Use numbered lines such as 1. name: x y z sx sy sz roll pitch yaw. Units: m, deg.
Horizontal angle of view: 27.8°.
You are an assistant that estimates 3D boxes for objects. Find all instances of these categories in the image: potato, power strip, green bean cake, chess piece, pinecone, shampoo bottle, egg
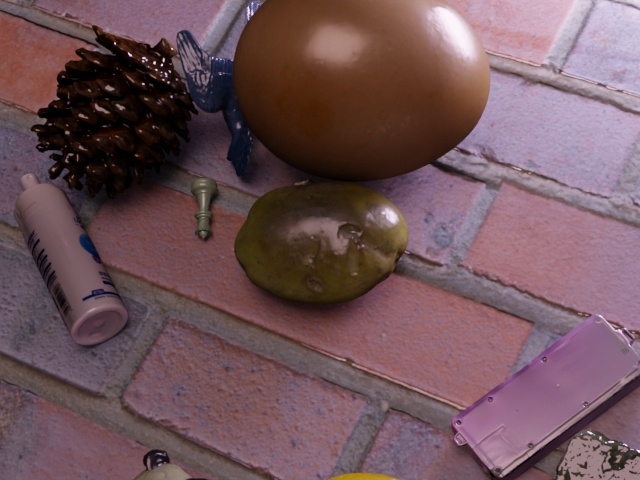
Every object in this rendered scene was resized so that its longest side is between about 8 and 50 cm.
1. potato: 0.000 -0.001 1.842 0.228 0.149 0.197 21 52 25
2. power strip: 0.304 0.210 1.717 0.279 0.037 0.109 -35 60 -10
3. green bean cake: 0.362 0.351 1.591 0.183 0.094 0.185 22 66 21
4. chess piece: -0.177 -0.045 1.963 0.042 0.042 0.093 -6 64 8
5. pinecone: -0.309 -0.193 1.975 0.224 0.224 0.273 36 96 27
6. shampoo bottle: -0.386 0.015 1.939 0.092 0.092 0.303 -28 58 -6
7. egg: 0.060 -0.234 1.872 0.373 0.301 0.301 9 61 -4

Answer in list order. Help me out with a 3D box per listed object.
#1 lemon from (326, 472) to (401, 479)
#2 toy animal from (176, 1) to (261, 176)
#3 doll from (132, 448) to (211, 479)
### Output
1. lemon: 0.034 0.418 1.527 0.245 0.245 0.320 29 56 25
2. toy animal: -0.113 -0.235 2.000 0.176 0.239 0.256 33 112 51
3. doll: -0.154 0.372 1.662 0.234 0.135 0.143 31 68 29
